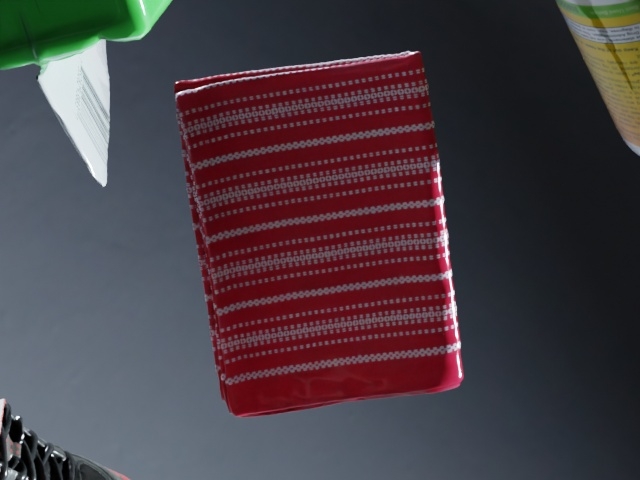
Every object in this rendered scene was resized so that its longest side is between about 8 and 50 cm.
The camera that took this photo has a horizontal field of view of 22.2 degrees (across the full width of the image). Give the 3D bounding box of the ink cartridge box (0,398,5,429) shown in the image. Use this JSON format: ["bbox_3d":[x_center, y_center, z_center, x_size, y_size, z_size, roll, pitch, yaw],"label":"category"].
[{"bbox_3d":[-0.256,0.284,0.874,0.091,0.308,0.385,49,6,-23],"label":"ink cartridge box"}]

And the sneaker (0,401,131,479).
[{"bbox_3d":[-0.244,0.175,1.214,0.276,0.135,0.097,16,42,-28],"label":"sneaker"}]

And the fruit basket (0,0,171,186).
[{"bbox_3d":[-0.173,-0.244,0.844,0.165,0.327,0.353,-17,35,-1],"label":"fruit basket"}]

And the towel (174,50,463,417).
[{"bbox_3d":[0.000,0.000,1.270,0.199,0.274,0.031,-7,15,6],"label":"towel"}]

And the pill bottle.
[{"bbox_3d":[0.271,-0.142,1.227,0.136,0.245,0.136,-20,39,17],"label":"pill bottle"}]
